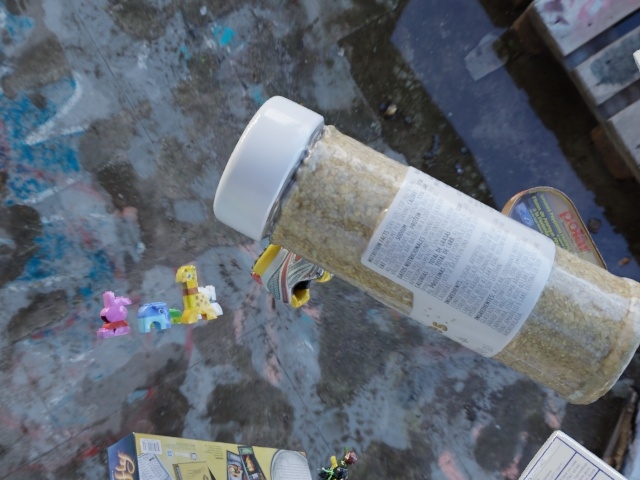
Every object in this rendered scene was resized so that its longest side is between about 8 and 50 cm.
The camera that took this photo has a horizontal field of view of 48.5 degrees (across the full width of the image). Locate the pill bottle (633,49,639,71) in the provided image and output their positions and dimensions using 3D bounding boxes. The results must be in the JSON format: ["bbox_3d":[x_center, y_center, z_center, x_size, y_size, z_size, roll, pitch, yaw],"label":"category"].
[{"bbox_3d":[0.402,-0.179,0.625,0.216,0.121,0.121,-26,89,25],"label":"pill bottle"}]

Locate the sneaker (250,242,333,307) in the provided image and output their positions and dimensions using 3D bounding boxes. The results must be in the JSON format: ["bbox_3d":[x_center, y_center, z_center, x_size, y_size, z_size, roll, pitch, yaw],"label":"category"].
[{"bbox_3d":[0.000,0.000,0.950,0.093,0.088,0.225,45,125,13],"label":"sneaker"}]

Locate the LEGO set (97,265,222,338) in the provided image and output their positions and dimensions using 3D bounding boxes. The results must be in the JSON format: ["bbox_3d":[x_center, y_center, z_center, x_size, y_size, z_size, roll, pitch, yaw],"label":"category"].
[{"bbox_3d":[-0.245,0.093,1.162,0.227,0.087,0.093,-7,88,-44],"label":"LEGO set"}]

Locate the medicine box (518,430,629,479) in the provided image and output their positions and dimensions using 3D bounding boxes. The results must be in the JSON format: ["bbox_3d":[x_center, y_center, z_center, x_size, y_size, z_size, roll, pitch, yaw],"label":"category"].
[{"bbox_3d":[0.514,0.491,1.216,0.149,0.263,0.289,-53,48,-1],"label":"medicine box"}]

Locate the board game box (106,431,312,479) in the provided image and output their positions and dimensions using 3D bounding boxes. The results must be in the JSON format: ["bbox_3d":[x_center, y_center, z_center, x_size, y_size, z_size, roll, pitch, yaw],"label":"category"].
[{"bbox_3d":[-0.086,0.280,0.683,0.042,0.243,0.165,-34,54,25],"label":"board game box"}]

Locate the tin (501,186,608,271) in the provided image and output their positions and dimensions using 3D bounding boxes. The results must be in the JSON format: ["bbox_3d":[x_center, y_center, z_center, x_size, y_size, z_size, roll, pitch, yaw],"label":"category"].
[{"bbox_3d":[0.312,0.018,0.953,0.106,0.040,0.189,-29,95,-6],"label":"tin"}]

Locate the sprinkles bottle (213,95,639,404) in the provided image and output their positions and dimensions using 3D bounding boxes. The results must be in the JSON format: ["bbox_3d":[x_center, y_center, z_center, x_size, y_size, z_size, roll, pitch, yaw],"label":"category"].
[{"bbox_3d":[0.090,0.008,0.608,0.356,0.121,0.121,28,85,2],"label":"sprinkles bottle"}]

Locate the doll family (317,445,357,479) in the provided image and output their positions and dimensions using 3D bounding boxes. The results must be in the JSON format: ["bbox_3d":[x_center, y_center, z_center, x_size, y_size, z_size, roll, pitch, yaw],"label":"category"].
[{"bbox_3d":[0.032,0.478,1.330,0.076,0.111,0.193,8,50,-18],"label":"doll family"}]
